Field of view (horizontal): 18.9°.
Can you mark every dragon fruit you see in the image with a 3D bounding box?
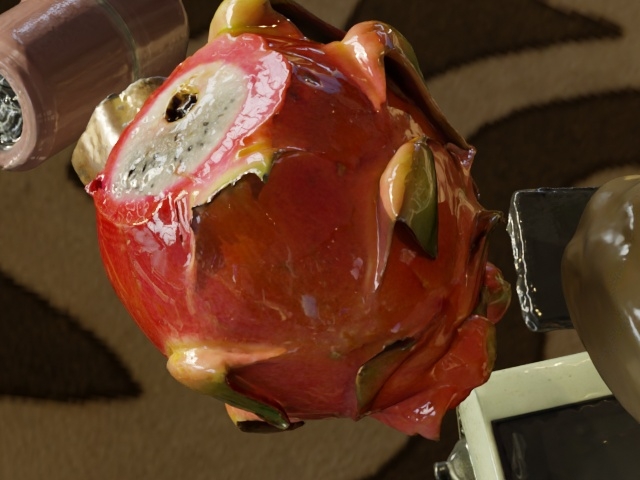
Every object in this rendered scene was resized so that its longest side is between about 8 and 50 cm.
[{"bbox_3d":[-0.004,-0.004,1.033,0.227,0.224,0.224,40,45,-41],"label":"dragon fruit"}]

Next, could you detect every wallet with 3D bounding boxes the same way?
[{"bbox_3d":[0.320,0.014,1.830,0.285,0.030,0.146,-1,68,-14],"label":"wallet"}]

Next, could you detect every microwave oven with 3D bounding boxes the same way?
[{"bbox_3d":[0.241,0.301,1.477,0.247,0.333,0.394,-13,73,0],"label":"microwave oven"}]

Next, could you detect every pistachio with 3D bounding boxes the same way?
[{"bbox_3d":[0.223,0.057,1.045,0.136,0.136,0.226,-33,76,-27],"label":"pistachio"}]

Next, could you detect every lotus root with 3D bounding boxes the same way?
[{"bbox_3d":[-0.120,-0.059,1.479,0.112,0.122,0.081,-44,48,4],"label":"lotus root"}]

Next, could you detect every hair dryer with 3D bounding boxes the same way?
[{"bbox_3d":[-0.258,-0.251,1.589,0.210,0.125,0.352,-40,113,-49],"label":"hair dryer"}]
